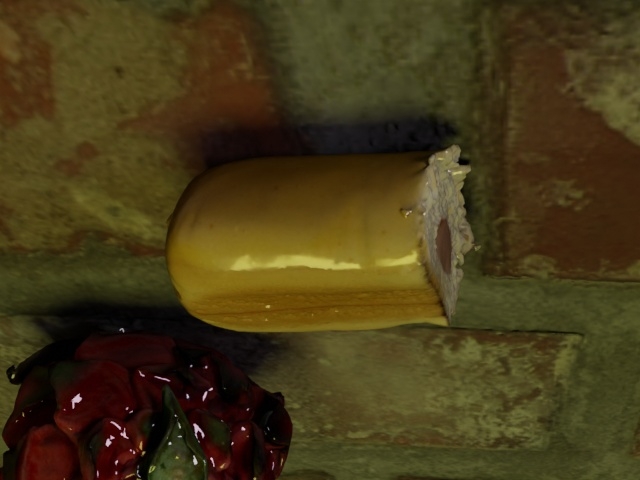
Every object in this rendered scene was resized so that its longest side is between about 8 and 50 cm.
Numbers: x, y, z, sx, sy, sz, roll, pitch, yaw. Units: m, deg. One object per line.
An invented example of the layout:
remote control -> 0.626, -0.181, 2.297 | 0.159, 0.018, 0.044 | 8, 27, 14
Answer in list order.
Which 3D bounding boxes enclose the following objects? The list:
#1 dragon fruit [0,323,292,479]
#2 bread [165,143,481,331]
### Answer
dragon fruit -> -0.143, 0.168, 1.041 | 0.234, 0.234, 0.293 | 12, -175, -14
bread -> 0.000, -0.002, 0.746 | 0.173, 0.085, 0.134 | -2, 157, 12
